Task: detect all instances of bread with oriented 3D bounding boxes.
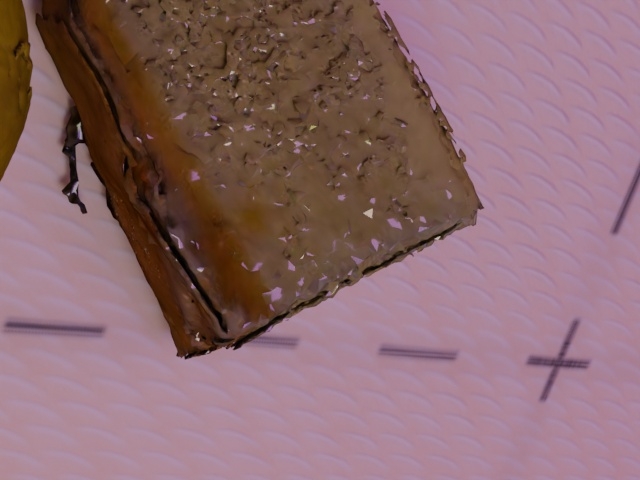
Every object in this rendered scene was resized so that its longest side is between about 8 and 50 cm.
[{"bbox_3d":[-0.069,-0.082,1.141,0.248,0.315,0.279,-26,171,-17],"label":"bread"}]

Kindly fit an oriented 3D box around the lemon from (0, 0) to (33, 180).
[{"bbox_3d":[-0.290,-0.101,0.831,0.297,0.297,0.297,-17,125,-26],"label":"lemon"}]
